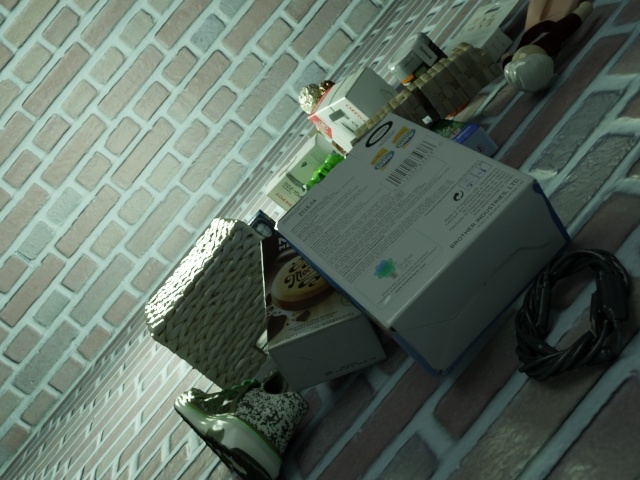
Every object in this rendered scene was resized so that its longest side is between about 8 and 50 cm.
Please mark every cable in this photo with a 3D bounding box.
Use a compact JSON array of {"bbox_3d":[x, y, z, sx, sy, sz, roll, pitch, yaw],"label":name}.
[{"bbox_3d":[0.290,0.084,0.822,0.150,0.047,0.184,-44,19,37],"label":"cable"}]

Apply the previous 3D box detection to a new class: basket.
[{"bbox_3d":[-0.196,0.139,1.584,0.328,0.266,0.331,-53,15,-7],"label":"basket"}]

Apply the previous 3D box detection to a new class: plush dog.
[{"bbox_3d":[0.082,-0.404,2.181,0.225,0.262,0.211,141,129,-63],"label":"plush dog"}]

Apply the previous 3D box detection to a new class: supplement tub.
[{"bbox_3d":[0.260,-0.382,1.640,0.117,0.190,0.117,-46,16,17],"label":"supplement tub"}]

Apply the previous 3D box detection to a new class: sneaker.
[{"bbox_3d":[-0.133,0.318,1.293,0.182,0.158,0.410,-42,18,-21],"label":"sneaker"}]

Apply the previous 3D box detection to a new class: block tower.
[{"bbox_3d":[0.217,-0.287,1.501,0.335,0.091,0.097,-38,16,11],"label":"block tower"}]

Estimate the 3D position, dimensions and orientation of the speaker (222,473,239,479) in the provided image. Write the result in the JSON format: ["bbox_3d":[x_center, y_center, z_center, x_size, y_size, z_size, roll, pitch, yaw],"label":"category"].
[{"bbox_3d":[-0.170,0.463,1.174,0.136,0.055,0.055,-58,18,-24],"label":"speaker"}]

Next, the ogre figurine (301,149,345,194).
[{"bbox_3d":[0.035,-0.154,1.867,0.197,0.118,0.097,-46,17,12],"label":"ogre figurine"}]

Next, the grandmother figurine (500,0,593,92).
[{"bbox_3d":[0.437,-0.405,1.398,0.208,0.104,0.342,-45,12,50],"label":"grandmother figurine"}]

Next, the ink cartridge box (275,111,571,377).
[{"bbox_3d":[0.117,-0.024,1.040,0.270,0.151,0.395,-44,39,-5],"label":"ink cartridge box"}]

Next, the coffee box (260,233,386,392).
[{"bbox_3d":[-0.004,0.096,1.232,0.168,0.119,0.297,-22,35,8],"label":"coffee box"}]

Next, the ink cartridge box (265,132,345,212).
[{"bbox_3d":[-0.026,-0.167,1.983,0.218,0.158,0.092,-43,18,24],"label":"ink cartridge box"}]

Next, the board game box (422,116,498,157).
[{"bbox_3d":[0.174,-0.124,1.467,0.318,0.066,0.318,-42,16,1],"label":"board game box"}]

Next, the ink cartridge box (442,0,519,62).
[{"bbox_3d":[0.399,-0.498,1.764,0.239,0.060,0.275,-50,16,-1],"label":"ink cartridge box"}]

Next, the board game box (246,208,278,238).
[{"bbox_3d":[-0.181,0.057,1.895,0.243,0.165,0.042,-47,17,13],"label":"board game box"}]

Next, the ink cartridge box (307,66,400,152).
[{"bbox_3d":[0.113,-0.344,1.936,0.114,0.197,0.273,-57,17,-15],"label":"ink cartridge box"}]
